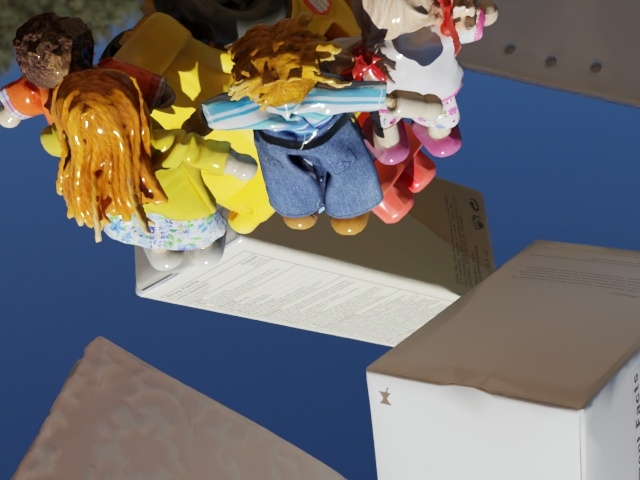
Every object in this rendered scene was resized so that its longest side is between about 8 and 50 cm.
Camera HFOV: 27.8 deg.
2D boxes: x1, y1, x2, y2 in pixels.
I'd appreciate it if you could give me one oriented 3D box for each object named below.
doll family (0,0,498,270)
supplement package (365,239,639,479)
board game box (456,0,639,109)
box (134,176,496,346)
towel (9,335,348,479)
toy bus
[{"bbox_3d":[-0.038,-0.052,0.633,0.263,0.163,0.118,-8,-118,7],"label":"doll family"},{"bbox_3d":[0.191,0.134,1.036,0.178,0.175,0.293,8,-157,35],"label":"supplement package"},{"bbox_3d":[0.259,-0.302,1.097,0.390,0.389,0.050,17,172,29],"label":"board game box"},{"bbox_3d":[0.000,0.000,1.143,0.311,0.121,0.148,16,150,-41],"label":"box"},{"bbox_3d":[-0.138,0.284,1.161,0.317,0.053,0.332,31,-135,-7],"label":"towel"},{"bbox_3d":[-0.010,-0.112,0.818,0.211,0.149,0.220,38,-124,-7],"label":"toy bus"}]
